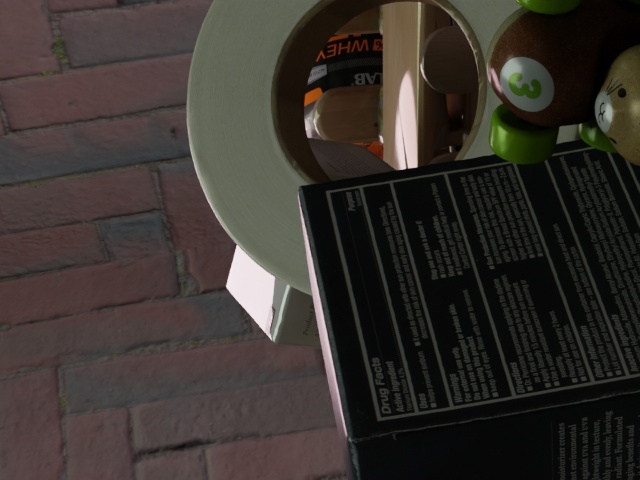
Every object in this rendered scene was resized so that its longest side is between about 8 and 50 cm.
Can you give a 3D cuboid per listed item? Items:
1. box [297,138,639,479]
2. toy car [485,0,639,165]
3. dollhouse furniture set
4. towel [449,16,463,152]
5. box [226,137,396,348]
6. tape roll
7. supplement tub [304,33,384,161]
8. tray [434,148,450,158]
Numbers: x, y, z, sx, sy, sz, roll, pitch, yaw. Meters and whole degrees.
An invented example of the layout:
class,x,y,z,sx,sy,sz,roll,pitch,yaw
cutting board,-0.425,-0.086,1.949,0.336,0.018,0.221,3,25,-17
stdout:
class,x,y,z,sx,sy,sz,roll,pitch,yaw
box,0.150,0.085,1.402,0.296,0.294,0.183,-101,4,-49
toy car,0.214,-0.097,1.247,0.188,0.149,0.155,-120,28,-49
dollhouse furniture set,0.059,-0.241,1.876,0.362,0.256,0.394,-137,44,-66
towel,0.181,-0.195,2.229,0.324,0.056,0.312,47,-144,-79
box,0.000,0.000,1.802,0.182,0.119,0.181,-137,59,-64
tape roll,0.064,-0.131,1.625,0.072,0.392,0.392,11,-112,-67
supplement tub,0.058,-0.233,2.380,0.207,0.207,0.338,88,177,-69
tray,0.085,-0.081,2.575,0.411,0.076,0.203,34,140,46
